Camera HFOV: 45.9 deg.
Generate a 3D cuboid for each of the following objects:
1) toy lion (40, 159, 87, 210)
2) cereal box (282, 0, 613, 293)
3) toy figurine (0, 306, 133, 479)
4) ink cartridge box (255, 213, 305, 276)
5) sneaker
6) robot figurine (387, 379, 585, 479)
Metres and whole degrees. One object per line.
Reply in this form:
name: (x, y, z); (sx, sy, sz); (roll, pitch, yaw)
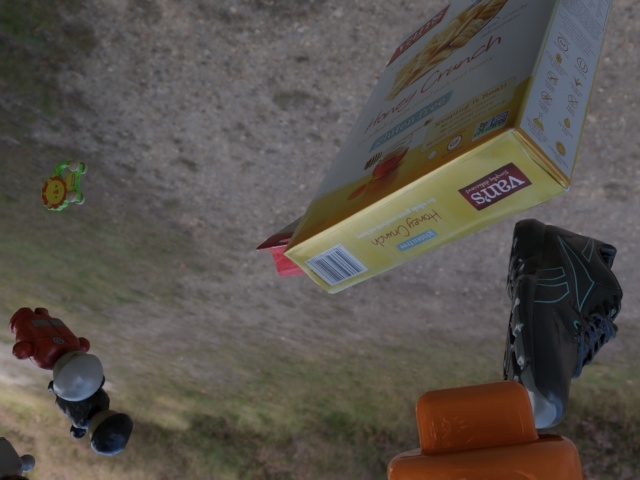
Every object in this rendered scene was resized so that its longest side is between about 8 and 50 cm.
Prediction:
toy lion: (-0.520, -0.110, 1.520); (0.096, 0.100, 0.034); (1, 174, 22)
cereal box: (0.085, -0.090, 0.454); (0.047, 0.240, 0.173); (41, 139, -18)
toy figurine: (-0.350, 0.213, 0.908); (0.148, 0.209, 0.213); (37, 149, 30)
ink cartridge box: (0.000, 0.000, 1.368); (0.134, 0.231, 0.078); (-9, 105, 31)
sneaker: (0.222, 0.063, 0.684); (0.106, 0.267, 0.101); (8, 126, 12)
robot figurine: (0.114, 0.203, 0.483); (0.128, 0.219, 0.158); (1, 164, -30)
